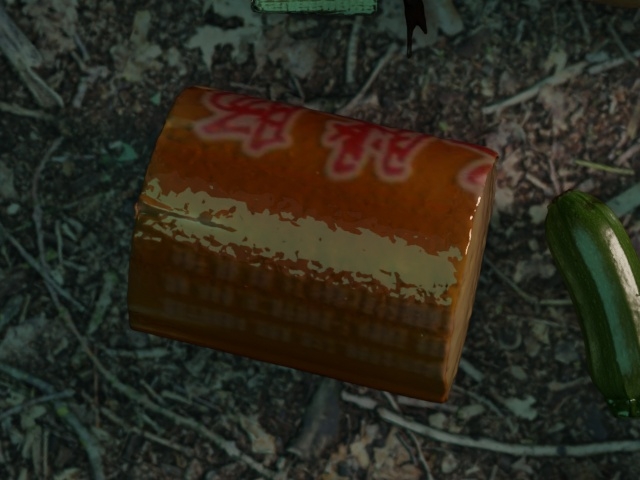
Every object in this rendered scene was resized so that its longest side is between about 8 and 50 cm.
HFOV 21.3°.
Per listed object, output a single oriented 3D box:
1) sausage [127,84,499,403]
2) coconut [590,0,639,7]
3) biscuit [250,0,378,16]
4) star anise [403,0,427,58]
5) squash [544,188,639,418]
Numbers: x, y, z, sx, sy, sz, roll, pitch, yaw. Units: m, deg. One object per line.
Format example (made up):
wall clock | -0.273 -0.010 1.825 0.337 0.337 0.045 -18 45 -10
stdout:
sausage | 0.000 0.000 1.491 0.287 0.233 0.233 14 98 6
coconut | 0.217 -0.320 1.421 0.247 0.245 0.245 12 97 1
biscuit | -0.005 -0.305 1.554 0.121 0.040 0.199 2 96 4
star anise | 0.075 -0.260 1.504 0.140 0.158 0.144 -44 130 13
squash | 0.261 0.057 1.540 0.077 0.068 0.219 -16 93 0
